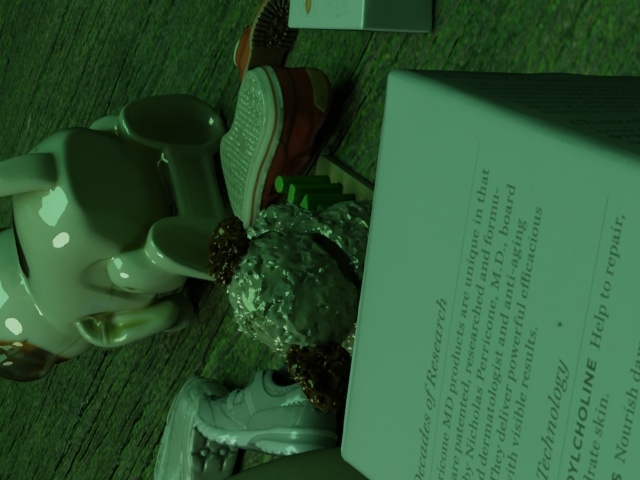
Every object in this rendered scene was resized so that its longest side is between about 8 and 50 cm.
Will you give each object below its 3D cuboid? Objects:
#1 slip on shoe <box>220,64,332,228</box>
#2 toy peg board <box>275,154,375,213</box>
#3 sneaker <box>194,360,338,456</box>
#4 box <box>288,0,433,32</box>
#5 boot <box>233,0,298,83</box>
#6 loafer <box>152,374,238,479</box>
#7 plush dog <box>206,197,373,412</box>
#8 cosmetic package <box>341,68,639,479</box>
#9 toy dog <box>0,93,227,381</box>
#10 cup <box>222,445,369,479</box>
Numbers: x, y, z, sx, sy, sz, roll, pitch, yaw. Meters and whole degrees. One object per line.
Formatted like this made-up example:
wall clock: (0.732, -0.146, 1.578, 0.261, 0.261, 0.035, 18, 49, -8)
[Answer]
slip on shoe: (-0.057, -0.109, 2.001, 0.331, 0.101, 0.123, 115, 142, -61)
toy peg board: (0.000, 0.000, 1.913, 0.161, 0.079, 0.161, 39, 124, 55)
sneaker: (-0.056, 0.207, 2.032, 0.281, 0.105, 0.115, 0, 76, 55)
box: (0.044, -0.296, 1.807, 0.170, 0.091, 0.130, 16, 105, 60)
boot: (-0.074, -0.260, 2.066, 0.085, 0.059, 0.158, -114, 34, -44)
loafer: (-0.176, 0.340, 2.228, 0.111, 0.112, 0.319, 34, 113, 62)
plush dog: (0.006, 0.046, 1.692, 0.262, 0.225, 0.210, 49, 134, 14)
cosmetic package: (0.260, 0.071, 1.176, 0.393, 0.329, 0.327, 31, 119, 58)
toy dog: (-0.330, 0.033, 2.217, 0.408, 0.395, 0.285, -43, 62, 43)
cup: (-0.040, 0.372, 1.774, 0.331, 0.237, 0.331, -30, 54, 54)
